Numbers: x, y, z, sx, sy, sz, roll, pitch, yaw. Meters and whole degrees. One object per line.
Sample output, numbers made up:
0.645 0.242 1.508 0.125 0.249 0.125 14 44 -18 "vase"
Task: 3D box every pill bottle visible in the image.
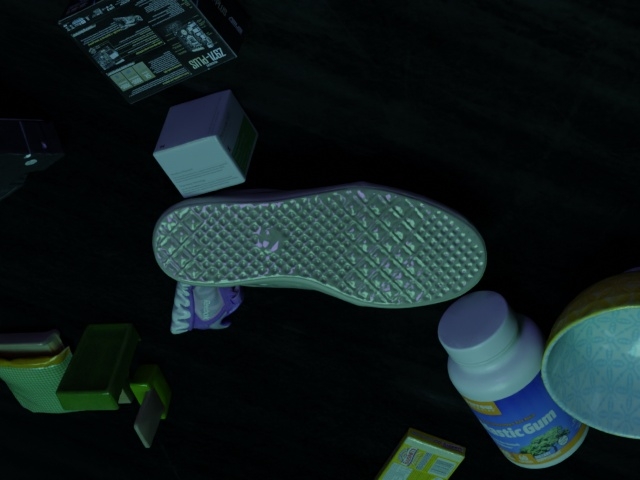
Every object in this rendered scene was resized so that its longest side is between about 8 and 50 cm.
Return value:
0.280 0.202 1.969 0.152 0.152 0.272 -15 130 28 "pill bottle"

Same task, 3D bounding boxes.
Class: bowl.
0.456 0.129 1.842 0.289 0.156 0.289 8 137 8 "bowl"

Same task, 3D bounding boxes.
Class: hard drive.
-0.546 -0.090 1.794 0.237 0.064 0.339 -30 166 35 "hard drive"

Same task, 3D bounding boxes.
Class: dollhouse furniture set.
-0.429 0.259 2.218 0.301 0.151 0.198 -3 135 18 "dollhouse furniture set"

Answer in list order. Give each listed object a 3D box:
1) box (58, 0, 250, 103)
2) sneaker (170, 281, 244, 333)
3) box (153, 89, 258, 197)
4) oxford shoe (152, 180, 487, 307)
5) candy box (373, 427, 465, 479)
-0.205 -0.271 1.656 0.180 0.077 0.147 -19 128 31 "box"
-0.162 0.060 1.991 0.104 0.095 0.236 10 142 -5 "sneaker"
-0.151 -0.129 1.774 0.102 0.101 0.087 -14 130 25 "box"
0.000 0.000 1.814 0.449 0.130 0.169 2 96 5 "oxford shoe"
0.163 0.400 2.299 0.105 0.027 0.206 22 136 -5 "candy box"
